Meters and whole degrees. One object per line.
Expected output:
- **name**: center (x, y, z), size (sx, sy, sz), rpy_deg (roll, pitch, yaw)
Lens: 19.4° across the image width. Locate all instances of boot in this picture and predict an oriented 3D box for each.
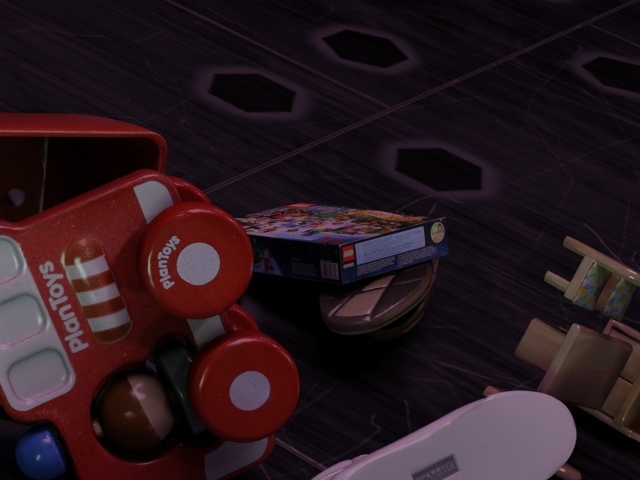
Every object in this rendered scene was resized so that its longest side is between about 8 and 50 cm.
- **boot**: center (0.098, 0.202, 1.699), size (0.258, 0.095, 0.123), rpy_deg (-15, 0, -25)

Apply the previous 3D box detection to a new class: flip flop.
- **flip flop**: center (0.072, 0.062, 2.022), size (0.112, 0.080, 0.277), rpy_deg (-3, 10, 11)

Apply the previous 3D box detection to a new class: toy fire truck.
- **toy fire truck**: center (-0.174, 0.093, 1.669), size (0.254, 0.302, 0.169), rpy_deg (-23, 18, -11)

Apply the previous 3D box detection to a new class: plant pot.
- **plant pot**: center (-0.320, -0.009, 1.811), size (0.267, 0.267, 0.236), rpy_deg (0, 19, -23)

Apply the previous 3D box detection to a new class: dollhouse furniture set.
- **dollhouse furniture set**: center (0.298, 0.143, 1.838), size (0.161, 0.212, 0.242), rpy_deg (31, 6, 32)

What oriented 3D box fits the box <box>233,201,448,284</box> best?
- **box**: center (0.000, 0.000, 2.038), size (0.159, 0.044, 0.233), rpy_deg (-16, 15, -41)
